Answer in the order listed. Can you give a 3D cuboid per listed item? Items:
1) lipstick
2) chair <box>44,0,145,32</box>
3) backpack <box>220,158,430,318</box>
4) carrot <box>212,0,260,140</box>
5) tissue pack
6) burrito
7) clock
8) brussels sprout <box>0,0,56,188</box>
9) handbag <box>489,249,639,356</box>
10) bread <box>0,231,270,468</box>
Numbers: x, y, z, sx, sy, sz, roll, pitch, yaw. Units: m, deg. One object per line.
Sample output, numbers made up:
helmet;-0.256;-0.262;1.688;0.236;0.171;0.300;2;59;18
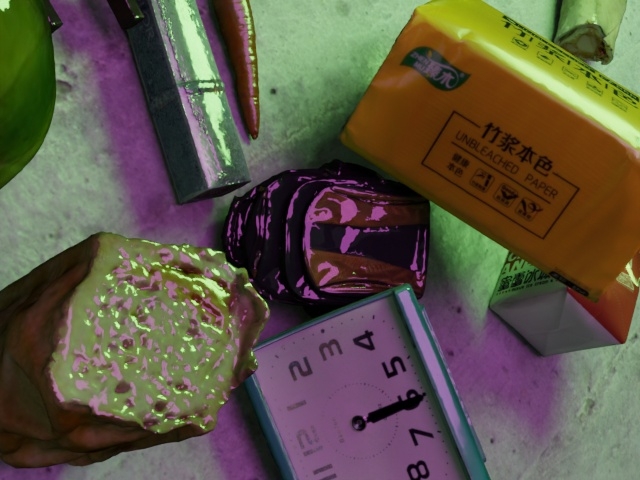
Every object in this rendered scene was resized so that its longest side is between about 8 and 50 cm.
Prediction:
lipstick;-0.167;-0.193;1.164;0.076;0.077;0.290;-16;87;-40
chair;-0.267;-0.453;1.003;0.416;0.240;0.203;60;29;-2
backpack;0.000;0.000;1.219;0.258;0.133;0.206;6;82;-31
carrot;-0.101;-0.235;1.257;0.048;0.048;0.216;-10;89;-40
tissue pack;0.254;-0.138;1.257;0.382;0.228;0.293;32;26;5
burrito;0.497;-0.457;1.763;0.143;0.105;0.299;40;54;-35
clock;0.051;0.208;1.169;0.231;0.116;0.262;-23;91;0
brussels sprout;-0.386;-0.184;0.870;0.268;0.344;0.344;-35;101;-13
handbag;0.401;0.020;1.502;0.151;0.171;0.298;42;56;-20
bread;-0.211;0.111;0.927;0.238;0.252;0.196;7;72;-35
